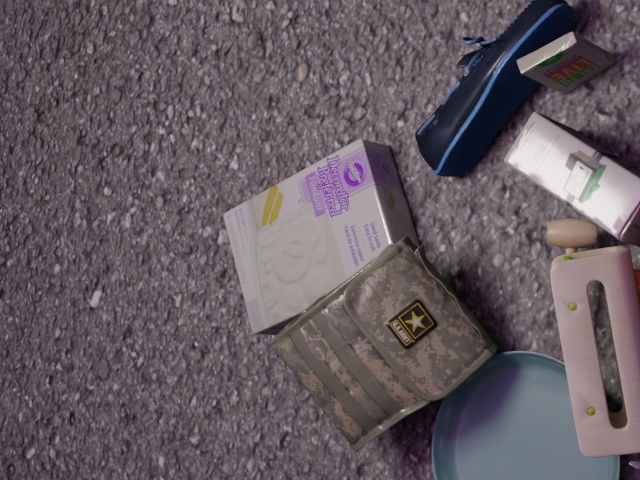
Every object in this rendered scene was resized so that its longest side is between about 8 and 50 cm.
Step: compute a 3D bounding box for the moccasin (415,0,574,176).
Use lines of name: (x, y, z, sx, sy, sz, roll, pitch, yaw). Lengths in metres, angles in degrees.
moccasin: (0.257, -0.260, 1.850, 0.342, 0.138, 0.117, -51, 54, 20)

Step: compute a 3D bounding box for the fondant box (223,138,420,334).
fondant box: (0.000, 0.000, 2.036, 0.330, 0.096, 0.238, -26, 70, 31)

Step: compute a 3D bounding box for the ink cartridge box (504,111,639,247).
ink cartridge box: (0.403, -0.085, 1.701, 0.219, 0.160, 0.092, 39, 106, 32)

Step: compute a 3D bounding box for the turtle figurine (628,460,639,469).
turtle figurine: (0.571, 0.318, 1.508, 0.266, 0.275, 0.197, 17, 129, 33)

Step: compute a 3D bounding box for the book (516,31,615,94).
book: (0.372, -0.270, 1.756, 0.096, 0.144, 0.035, -27, 69, 32)

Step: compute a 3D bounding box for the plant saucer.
plant saucer: (0.316, 0.329, 1.789, 0.318, 0.044, 0.317, -5, 82, 36)

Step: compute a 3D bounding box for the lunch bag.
lunch bag: (0.105, 0.157, 1.847, 0.287, 0.169, 0.235, -39, 89, 29)

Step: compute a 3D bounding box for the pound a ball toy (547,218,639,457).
pound a ball toy: (0.408, 0.123, 1.650, 0.136, 0.208, 0.319, -9, 91, 12)
